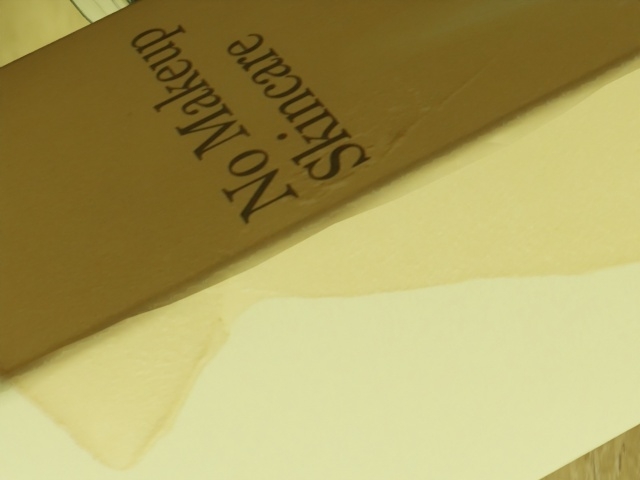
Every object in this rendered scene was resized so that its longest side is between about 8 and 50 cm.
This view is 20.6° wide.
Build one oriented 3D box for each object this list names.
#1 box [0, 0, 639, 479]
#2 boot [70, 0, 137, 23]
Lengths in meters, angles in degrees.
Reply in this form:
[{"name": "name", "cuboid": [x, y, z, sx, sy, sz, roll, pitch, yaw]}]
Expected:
[{"name": "box", "cuboid": [0.000, 0.000, 0.500, 0.311, 0.148, 0.121, -28, 128, -10]}, {"name": "boot", "cuboid": [-0.034, -0.155, 0.575, 0.236, 0.178, 0.085, 58, 41, -52]}]
